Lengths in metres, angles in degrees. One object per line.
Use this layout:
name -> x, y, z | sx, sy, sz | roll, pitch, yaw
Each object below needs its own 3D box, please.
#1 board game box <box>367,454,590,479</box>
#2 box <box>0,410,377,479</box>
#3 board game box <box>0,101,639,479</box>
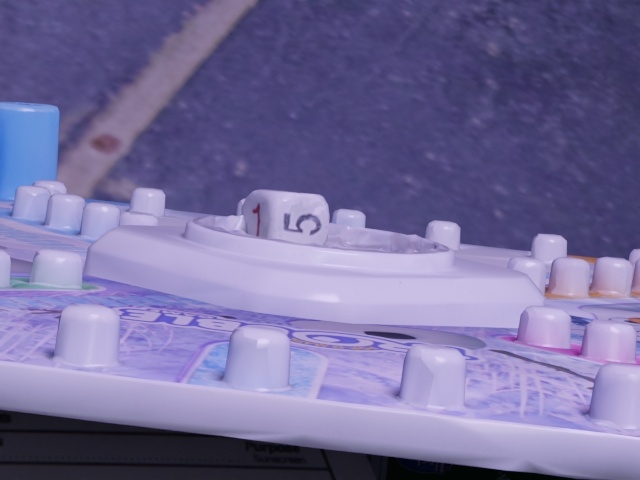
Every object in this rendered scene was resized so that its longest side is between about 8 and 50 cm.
board game box -> 0.168, 0.072, 0.669 | 0.317, 0.046, 0.213 | 11, 15, 20
box -> -0.048, 0.147, 0.415 | 0.148, 0.127, 0.232 | 4, 35, -22
board game box -> 0.000, 0.000, 0.573 | 0.390, 0.050, 0.390 | 7, 5, 3
